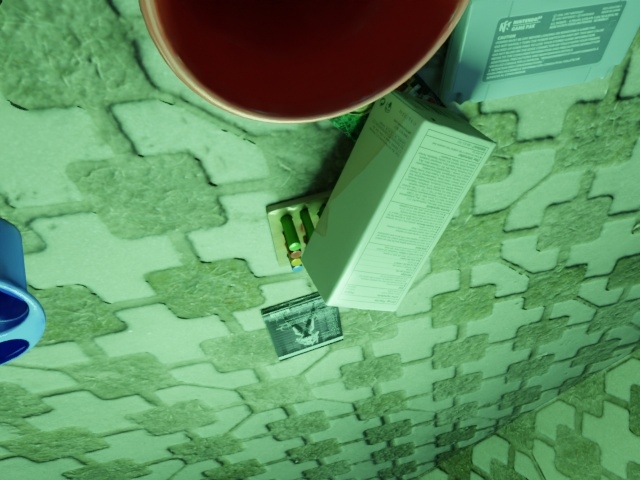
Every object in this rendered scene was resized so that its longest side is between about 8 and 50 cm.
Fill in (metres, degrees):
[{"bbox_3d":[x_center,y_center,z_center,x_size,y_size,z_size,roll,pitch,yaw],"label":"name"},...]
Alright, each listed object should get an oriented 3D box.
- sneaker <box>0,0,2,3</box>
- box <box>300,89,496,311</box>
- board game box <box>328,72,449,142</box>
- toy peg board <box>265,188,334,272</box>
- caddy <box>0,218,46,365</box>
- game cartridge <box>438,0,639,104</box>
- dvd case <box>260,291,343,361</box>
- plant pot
[{"bbox_3d":[-0.311,-0.284,0.438,0.102,0.146,0.293,32,146,-7],"label":"sneaker"},{"bbox_3d":[0.104,-0.050,0.834,0.148,0.121,0.311,10,120,-33],"label":"box"},{"bbox_3d":[0.119,-0.184,0.855,0.136,0.030,0.259,-37,140,23],"label":"board game box"},{"bbox_3d":[0.000,0.000,0.983,0.161,0.079,0.161,-15,142,-7],"label":"toy peg board"},{"bbox_3d":[-0.561,0.090,0.751,0.341,0.179,0.241,1,138,-26],"label":"caddy"},{"bbox_3d":[0.318,-0.302,0.782,0.294,0.060,0.196,-12,145,-12],"label":"game cartridge"},{"bbox_3d":[-0.034,0.193,1.254,0.164,0.018,0.221,-18,142,-6],"label":"dvd case"},{"bbox_3d":[-0.030,-0.282,0.488,0.275,0.243,0.275,-13,141,-10],"label":"plant pot"}]
